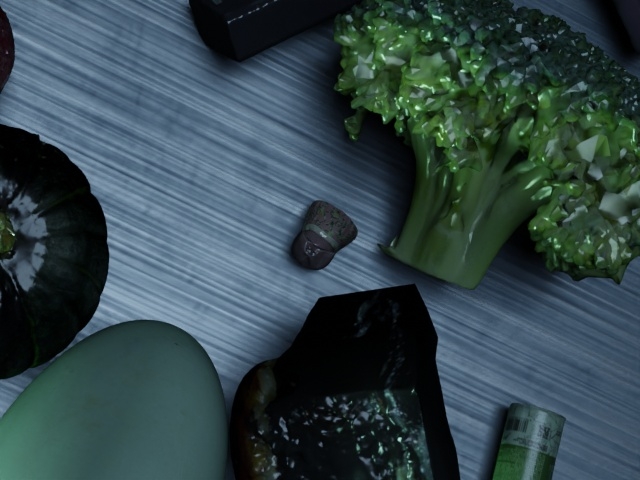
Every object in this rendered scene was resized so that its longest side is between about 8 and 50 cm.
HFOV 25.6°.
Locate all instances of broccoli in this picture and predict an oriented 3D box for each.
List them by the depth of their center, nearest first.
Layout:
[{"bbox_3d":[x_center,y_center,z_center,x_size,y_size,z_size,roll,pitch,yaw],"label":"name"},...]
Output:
[{"bbox_3d":[0.192,-0.106,1.418,0.338,0.277,0.317,-6,103,-8],"label":"broccoli"}]

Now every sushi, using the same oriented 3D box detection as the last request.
[{"bbox_3d":[0.022,0.206,1.333,0.212,0.215,0.227,-10,124,9],"label":"sushi"}]

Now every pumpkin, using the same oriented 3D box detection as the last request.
[{"bbox_3d":[-0.311,0.008,1.277,0.250,0.216,0.250,4,79,-22],"label":"pumpkin"}]

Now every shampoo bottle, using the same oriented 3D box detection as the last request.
[{"bbox_3d":[0.205,0.276,1.460,0.065,0.065,0.204,18,77,-12],"label":"shampoo bottle"},{"bbox_3d":[0.019,-0.284,1.477,0.309,0.098,0.071,-28,122,-18],"label":"shampoo bottle"}]

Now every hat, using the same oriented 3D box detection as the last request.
[{"bbox_3d":[0.000,-0.001,1.465,0.058,0.042,0.087,35,40,-7],"label":"hat"}]

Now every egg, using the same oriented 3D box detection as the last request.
[{"bbox_3d":[-0.206,0.241,1.267,0.230,0.230,0.371,29,69,-9],"label":"egg"}]

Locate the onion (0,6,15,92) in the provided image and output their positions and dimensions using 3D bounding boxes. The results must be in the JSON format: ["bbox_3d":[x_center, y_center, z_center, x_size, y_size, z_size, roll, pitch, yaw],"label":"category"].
[{"bbox_3d":[-0.363,-0.180,1.308,0.159,0.195,0.159,0,91,-10],"label":"onion"}]

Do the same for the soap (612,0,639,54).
[{"bbox_3d":[0.418,-0.385,1.581,0.285,0.107,0.296,-29,92,-25],"label":"soap"}]
